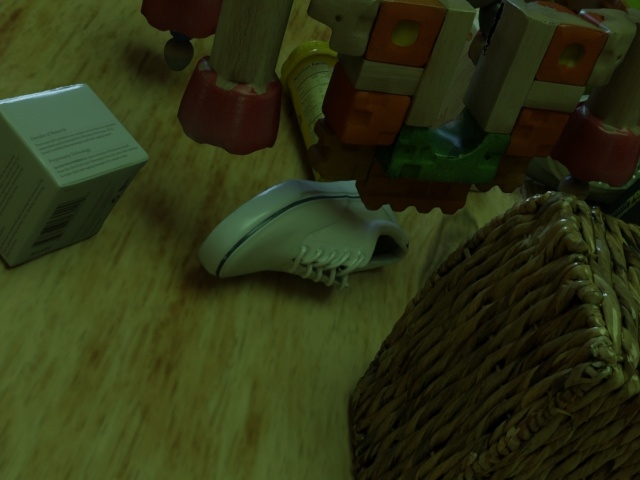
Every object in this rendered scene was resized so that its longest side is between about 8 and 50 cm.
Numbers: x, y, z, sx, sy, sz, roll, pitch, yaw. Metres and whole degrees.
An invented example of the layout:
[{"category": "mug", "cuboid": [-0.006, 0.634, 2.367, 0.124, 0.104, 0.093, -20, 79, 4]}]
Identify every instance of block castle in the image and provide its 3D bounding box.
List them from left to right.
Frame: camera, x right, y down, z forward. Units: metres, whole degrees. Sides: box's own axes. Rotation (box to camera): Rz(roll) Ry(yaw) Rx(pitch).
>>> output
[{"category": "block castle", "cuboid": [0.077, -0.181, 0.970, 0.453, 0.213, 0.303, 3, 35, -22]}]

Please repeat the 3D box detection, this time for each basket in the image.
[{"category": "basket", "cuboid": [0.191, 0.127, 0.816, 0.223, 0.299, 0.213, 21, 40, -22]}]

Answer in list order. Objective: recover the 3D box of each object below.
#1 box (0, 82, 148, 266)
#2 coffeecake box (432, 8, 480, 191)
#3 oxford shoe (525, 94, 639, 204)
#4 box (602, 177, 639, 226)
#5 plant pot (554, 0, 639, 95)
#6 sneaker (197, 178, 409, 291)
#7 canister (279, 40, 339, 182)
[{"category": "box", "cuboid": [-0.213, -0.053, 0.799, 0.087, 0.101, 0.102, 48, 36, 9]}, {"category": "coffeecake box", "cuboid": [0.184, -0.175, 1.242, 0.068, 0.142, 0.185, 0, 53, -42]}, {"category": "oxford shoe", "cuboid": [0.437, -0.109, 1.414, 0.449, 0.130, 0.169, 10, 91, -37]}, {"category": "box", "cuboid": [0.489, -0.006, 1.311, 0.232, 0.183, 0.059, 25, 40, -19]}, {"category": "plant pot", "cuboid": [0.366, -0.339, 1.467, 0.207, 0.227, 0.228, 34, 60, -20]}, {"category": "sneaker", "cuboid": [0.000, 0.000, 0.942, 0.258, 0.094, 0.091, -16, 60, -50]}, {"category": "canister", "cuboid": [0.033, -0.126, 1.117, 0.126, 0.073, 0.170, 11, 47, -34]}]
